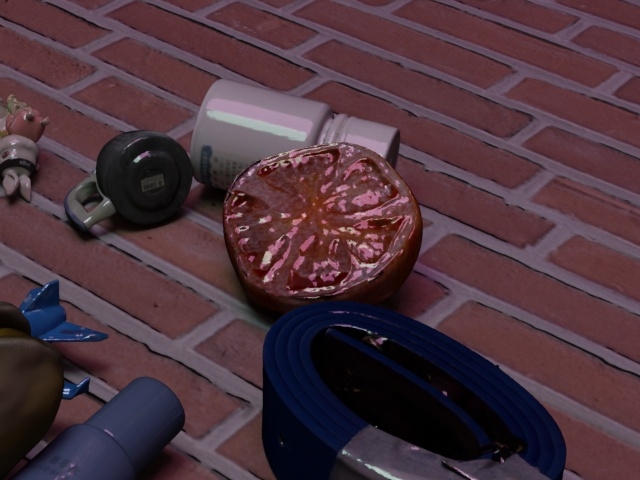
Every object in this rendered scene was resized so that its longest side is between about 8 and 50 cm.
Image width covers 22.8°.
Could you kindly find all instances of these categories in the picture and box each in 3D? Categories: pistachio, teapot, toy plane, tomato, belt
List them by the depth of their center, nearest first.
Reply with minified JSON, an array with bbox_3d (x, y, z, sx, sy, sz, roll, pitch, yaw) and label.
[{"bbox_3d":[-0.366,0.168,1.422,0.166,0.197,0.288,33,73,35],"label":"pistachio"},{"bbox_3d":[0.077,0.187,1.517,0.212,0.117,0.347,-21,40,-34],"label":"belt"},{"bbox_3d":[-0.358,0.118,1.601,0.271,0.105,0.254,-28,44,-36],"label":"toy plane"},{"bbox_3d":[0.000,0.000,1.795,0.237,0.095,0.237,-4,51,5],"label":"tomato"},{"bbox_3d":[-0.232,-0.068,1.921,0.111,0.149,0.108,28,1,-34],"label":"teapot"}]

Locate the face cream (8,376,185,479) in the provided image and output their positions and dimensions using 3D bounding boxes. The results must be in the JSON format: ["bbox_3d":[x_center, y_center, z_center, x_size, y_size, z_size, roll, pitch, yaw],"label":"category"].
[{"bbox_3d":[-0.261,0.257,1.423,0.135,0.086,0.385,12,38,32],"label":"face cream"}]

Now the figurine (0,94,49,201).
[{"bbox_3d":[-0.384,-0.123,1.970,0.081,0.098,0.146,-1,30,-29],"label":"figurine"}]

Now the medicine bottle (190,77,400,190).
[{"bbox_3d":[-0.029,-0.109,1.938,0.237,0.139,0.139,14,35,8],"label":"medicine bottle"}]
